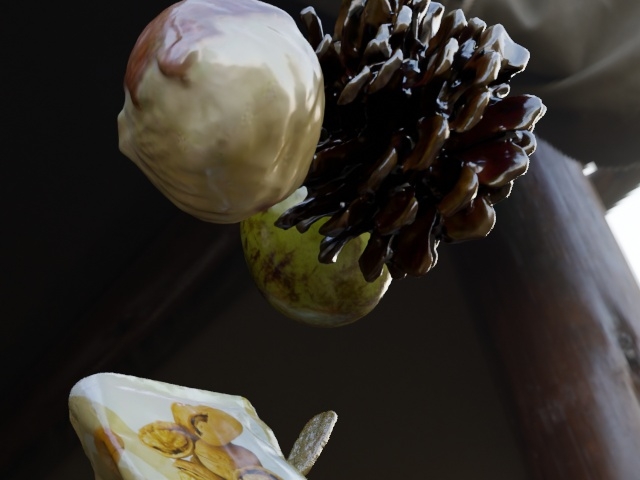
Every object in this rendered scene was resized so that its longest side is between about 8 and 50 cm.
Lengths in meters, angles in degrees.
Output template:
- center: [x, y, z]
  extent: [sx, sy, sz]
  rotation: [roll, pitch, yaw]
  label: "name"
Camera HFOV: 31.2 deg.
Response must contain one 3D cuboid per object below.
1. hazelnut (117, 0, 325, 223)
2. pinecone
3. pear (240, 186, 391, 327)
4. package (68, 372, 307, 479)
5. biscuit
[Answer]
- center: [-0.113, -0.143, 1.252]
  extent: [0.241, 0.261, 0.261]
  rotation: [-19, -36, 2]
  label: "hazelnut"
- center: [0.075, -0.144, 1.501]
  extent: [0.398, 0.398, 0.398]
  rotation: [-11, -36, -8]
  label: "pinecone"
- center: [0.000, 0.000, 1.851]
  extent: [0.283, 0.283, 0.283]
  rotation: [-11, -36, -8]
  label: "pear"
- center: [-0.111, 0.286, 1.060]
  extent: [0.221, 0.311, 0.165]
  rotation: [17, -72, -44]
  label: "package"
- center: [-0.019, 0.302, 1.674]
  extent: [0.071, 0.147, 0.018]
  rotation: [-27, -69, 39]
  label: "biscuit"
